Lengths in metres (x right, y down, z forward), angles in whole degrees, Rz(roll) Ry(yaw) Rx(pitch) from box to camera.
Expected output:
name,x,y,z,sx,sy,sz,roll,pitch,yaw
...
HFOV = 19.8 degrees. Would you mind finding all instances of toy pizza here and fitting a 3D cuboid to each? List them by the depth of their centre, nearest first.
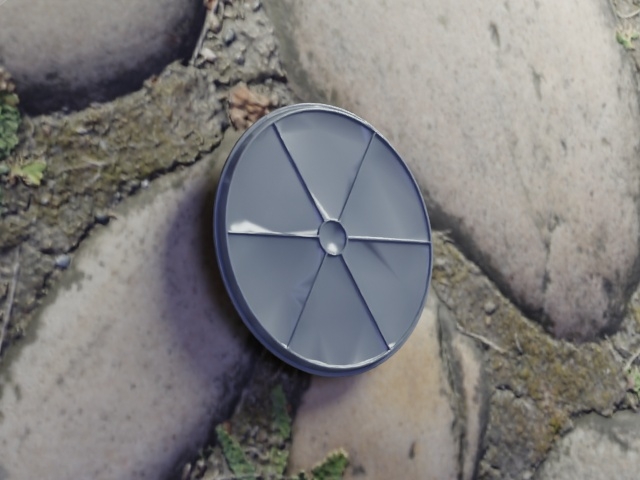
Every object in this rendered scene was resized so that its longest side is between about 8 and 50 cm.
name,x,y,z,sx,sy,sz,roll,pitch,yaw
toy pizza,0.000,0.000,1.334,0.201,0.032,0.201,9,76,-37

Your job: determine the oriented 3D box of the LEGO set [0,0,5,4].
name,x,y,z,sx,sy,sz,roll,pitch,yaw
LEGO set,-0.252,-0.240,1.154,0.227,0.087,0.093,54,54,-17
